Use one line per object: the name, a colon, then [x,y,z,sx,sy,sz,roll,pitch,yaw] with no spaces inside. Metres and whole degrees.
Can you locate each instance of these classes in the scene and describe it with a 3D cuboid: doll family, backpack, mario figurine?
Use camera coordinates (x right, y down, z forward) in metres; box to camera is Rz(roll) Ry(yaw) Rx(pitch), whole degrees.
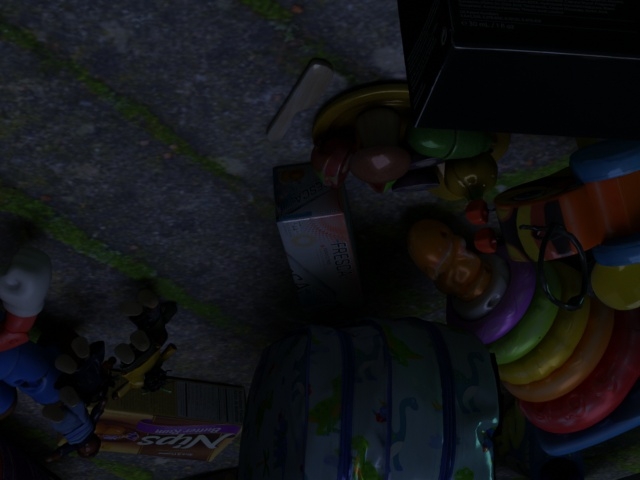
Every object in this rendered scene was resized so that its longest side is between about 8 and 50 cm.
doll family: [-0.205,0.138,1.604,0.193,0.076,0.111,-35,157,-13]
backpack: [0.039,0.201,1.555,0.273,0.290,0.355,19,161,-30]
mario figurine: [-0.339,0.065,1.540,0.198,0.170,0.320,-45,157,-3]

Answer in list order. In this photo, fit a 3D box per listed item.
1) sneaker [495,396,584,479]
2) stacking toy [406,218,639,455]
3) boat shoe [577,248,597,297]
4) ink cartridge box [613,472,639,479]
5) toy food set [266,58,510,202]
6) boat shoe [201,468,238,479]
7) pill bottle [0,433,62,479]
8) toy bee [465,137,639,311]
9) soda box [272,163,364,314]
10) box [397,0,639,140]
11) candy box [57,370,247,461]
sneaker: [0.256,0.256,1.908,0.091,0.126,0.240,-5,150,2]
stacking toy: [0.187,0.067,1.573,0.302,0.175,0.166,33,136,-31]
boat shoe: [0.383,-0.013,1.480,0.306,0.105,0.113,-10,150,10]
ink cartridge box: [0.279,0.325,1.938,0.308,0.091,0.385,-11,-174,-26]
toy food set: [0.063,-0.067,1.374,0.218,0.071,0.128,12,146,-27]
boat shoe: [-0.028,0.349,2.041,0.324,0.123,0.116,-6,152,5]
pill bottle: [-0.391,0.316,1.864,0.182,0.181,0.323,-13,149,13]
toy bee: [0.207,-0.039,1.347,0.162,0.195,0.298,-3,177,44]
soda box: [0.000,0.000,1.496,0.063,0.058,0.183,-7,149,4]
box: [0.189,-0.168,1.106,0.261,0.184,0.103,3,152,-13]
candy box: [-0.187,0.196,1.814,0.187,0.053,0.109,11,146,-24]
